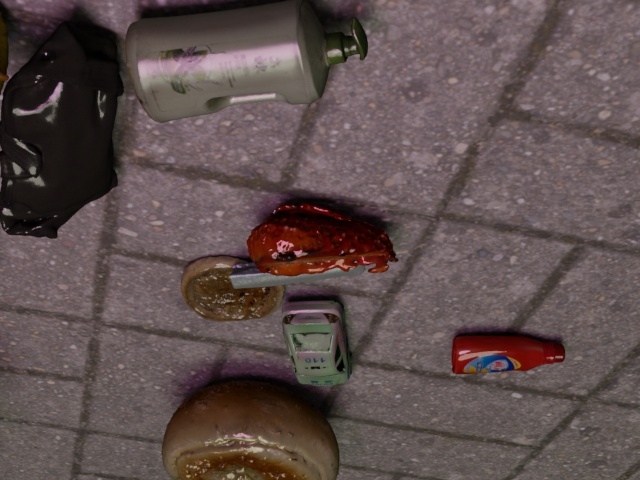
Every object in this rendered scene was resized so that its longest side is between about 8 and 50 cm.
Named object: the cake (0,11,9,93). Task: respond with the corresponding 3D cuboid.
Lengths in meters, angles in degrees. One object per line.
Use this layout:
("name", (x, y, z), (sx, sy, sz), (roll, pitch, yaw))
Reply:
("cake", (-0.438, -0.187, 0.985), (0.261, 0.179, 0.156), (27, 137, -31))

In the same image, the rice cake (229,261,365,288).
("rice cake", (-0.031, 0.036, 1.378), (0.180, 0.030, 0.042), (-8, 134, 3))

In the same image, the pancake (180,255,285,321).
("pancake", (-0.122, 0.070, 1.451), (0.152, 0.025, 0.151), (0, 138, 0))

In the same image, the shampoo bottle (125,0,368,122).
("shampoo bottle", (-0.068, -0.183, 1.043), (0.234, 0.087, 0.118), (-5, 140, 11))

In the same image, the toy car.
("toy car", (-0.004, 0.165, 1.534), (0.090, 0.076, 0.224), (-3, 144, 5))

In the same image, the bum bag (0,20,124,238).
("bum bag", (-0.286, -0.118, 1.143), (0.142, 0.079, 0.326), (-21, 154, -30))

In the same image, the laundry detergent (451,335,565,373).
("laundry detergent", (0.281, 0.173, 1.549), (0.165, 0.049, 0.097), (0, 151, 3))

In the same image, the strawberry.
("strawberry", (0.000, 0.000, 1.314), (0.188, 0.082, 0.121), (-2, 165, -9))

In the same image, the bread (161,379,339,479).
("bread", (-0.115, 0.336, 1.712), (0.306, 0.158, 0.305), (0, 142, 0))
